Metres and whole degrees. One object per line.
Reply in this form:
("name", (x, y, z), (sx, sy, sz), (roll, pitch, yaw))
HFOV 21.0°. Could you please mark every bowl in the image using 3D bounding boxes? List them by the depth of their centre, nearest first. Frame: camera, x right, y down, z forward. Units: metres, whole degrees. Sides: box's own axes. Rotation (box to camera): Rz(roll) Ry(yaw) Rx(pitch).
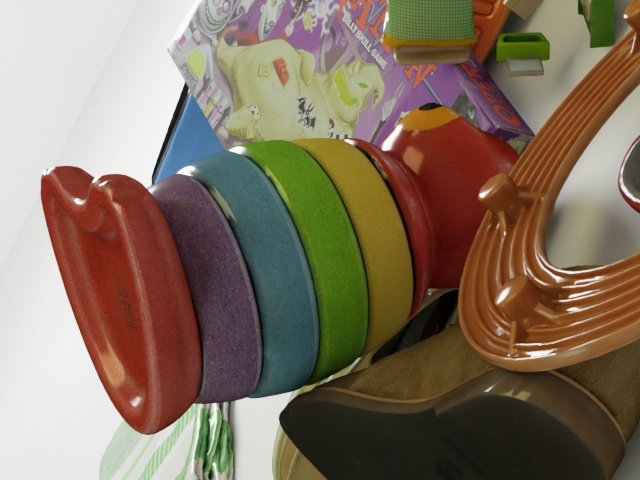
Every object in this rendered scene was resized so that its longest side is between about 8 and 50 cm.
("bowl", (-0.084, -0.205, 1.807), (0.391, 0.077, 0.391), (-160, 90, -83))

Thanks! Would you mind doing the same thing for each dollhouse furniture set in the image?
("dollhouse furniture set", (0.115, -0.148, 1.147), (0.058, 0.151, 0.076), (-89, -3, -62))

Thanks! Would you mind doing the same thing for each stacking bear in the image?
("stacking bear", (0.000, 0.000, 1.063), (0.175, 0.289, 0.164), (12, 117, 65))

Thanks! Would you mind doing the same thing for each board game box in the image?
("board game box", (0.008, -0.115, 1.306), (0.208, 0.056, 0.347), (-51, 48, 23))

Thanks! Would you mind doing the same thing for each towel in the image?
("towel", (-0.151, 0.212, 1.556), (0.248, 0.038, 0.325), (-56, 18, 22))

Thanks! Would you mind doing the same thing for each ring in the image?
("ring", (0.186, -0.072, 0.865), (0.336, 0.032, 0.336), (-42, 16, 15))

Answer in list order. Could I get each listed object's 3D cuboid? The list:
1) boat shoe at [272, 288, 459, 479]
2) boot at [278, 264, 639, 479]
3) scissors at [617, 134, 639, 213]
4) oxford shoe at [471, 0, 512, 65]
("boat shoe", (0.033, 0.098, 1.148), (0.190, 0.068, 0.072), (-61, 28, 3))
("boot", (0.085, 0.090, 0.974), (0.115, 0.112, 0.305), (-52, 16, -28))
("scissors", (0.227, -0.038, 0.860), (0.109, 0.021, 0.297), (-58, 18, 5))
("oxford shoe", (0.133, -0.254, 1.356), (0.132, 0.130, 0.364), (9, -80, -65))
